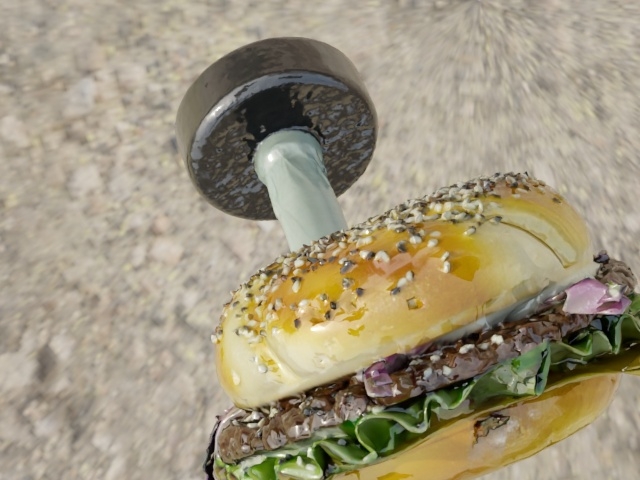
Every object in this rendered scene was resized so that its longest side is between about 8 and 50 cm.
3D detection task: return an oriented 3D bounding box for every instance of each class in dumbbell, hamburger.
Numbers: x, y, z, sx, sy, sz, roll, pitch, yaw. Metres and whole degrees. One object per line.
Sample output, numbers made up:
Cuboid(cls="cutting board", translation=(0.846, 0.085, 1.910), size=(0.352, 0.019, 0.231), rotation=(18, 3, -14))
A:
Cuboid(cls="dumbbell", translation=(0.000, 0.000, 0.792), size=(0.100, 0.100, 0.191), rotation=(-29, 51, 9))
Cuboid(cls="hamburger", translation=(0.031, 0.035, 0.590), size=(0.164, 0.189, 0.093), rotation=(-21, 88, -17))
